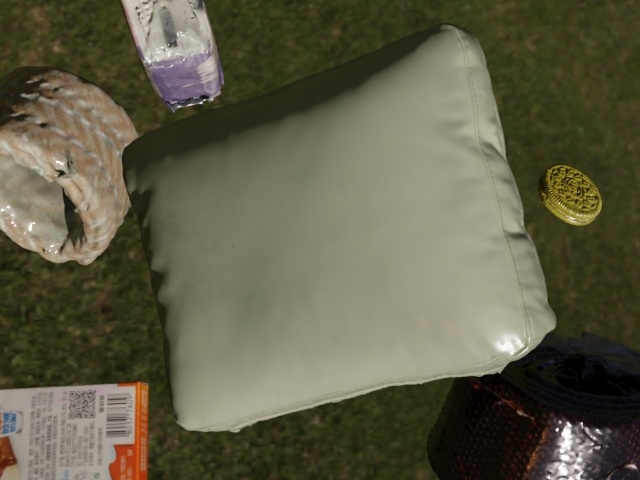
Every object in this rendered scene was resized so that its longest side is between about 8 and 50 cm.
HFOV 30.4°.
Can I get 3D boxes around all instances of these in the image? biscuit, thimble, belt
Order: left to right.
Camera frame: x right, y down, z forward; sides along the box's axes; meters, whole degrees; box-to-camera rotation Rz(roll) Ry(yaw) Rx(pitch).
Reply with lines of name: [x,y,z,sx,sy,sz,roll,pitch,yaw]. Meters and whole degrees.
thimble: [-0.329,-0.089,1.443,0.229,0.196,0.148,86,19,-49]
biscuit: [0.302,-0.056,1.424,0.084,0.023,0.084,16,46,-18]
belt: [0.228,0.178,1.055,0.289,0.184,0.164,5,110,-36]

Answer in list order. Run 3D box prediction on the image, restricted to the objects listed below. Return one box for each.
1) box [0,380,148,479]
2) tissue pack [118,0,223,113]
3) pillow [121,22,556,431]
box: [-0.353,0.324,1.524,0.048,0.265,0.273,52,36,-73]
tissue pack: [-0.241,-0.352,1.838,0.344,0.125,0.242,107,-34,-86]
pillow: [0.000,0.000,0.894,0.120,0.322,0.255,-4,78,-59]
